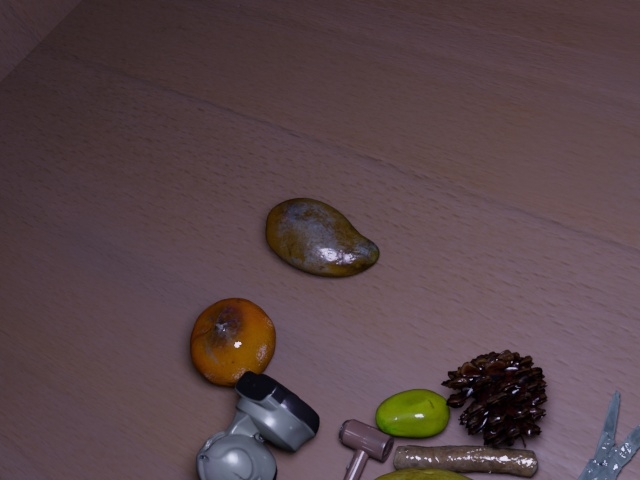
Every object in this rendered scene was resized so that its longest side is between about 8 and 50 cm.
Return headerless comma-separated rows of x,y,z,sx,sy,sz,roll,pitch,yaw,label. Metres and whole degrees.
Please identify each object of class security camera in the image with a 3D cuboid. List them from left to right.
-0.149,0.455,1.743,0.277,0.191,0.197,-51,26,-18,security camera

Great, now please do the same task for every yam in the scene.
0.307,0.466,1.669,0.300,0.066,0.066,-3,56,16,yam

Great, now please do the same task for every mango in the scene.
0.000,0.000,2.052,0.316,0.146,0.192,25,67,15,mango
0.204,0.378,1.737,0.163,0.089,0.117,2,34,5,mango

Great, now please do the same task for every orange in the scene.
-0.220,0.244,1.927,0.224,0.170,0.224,-7,54,10,orange

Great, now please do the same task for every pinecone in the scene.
0.379,0.334,1.652,0.222,0.221,0.221,-8,54,12,pinecone

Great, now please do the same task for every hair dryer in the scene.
0.076,0.493,1.732,0.117,0.064,0.181,17,68,27,hair dryer

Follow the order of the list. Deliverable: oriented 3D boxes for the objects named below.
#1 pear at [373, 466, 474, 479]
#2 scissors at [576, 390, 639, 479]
0.214,0.570,1.490,0.304,0.304,0.303,-8,54,12,pear
0.559,0.482,1.599,0.256,0.029,0.383,24,68,30,scissors
